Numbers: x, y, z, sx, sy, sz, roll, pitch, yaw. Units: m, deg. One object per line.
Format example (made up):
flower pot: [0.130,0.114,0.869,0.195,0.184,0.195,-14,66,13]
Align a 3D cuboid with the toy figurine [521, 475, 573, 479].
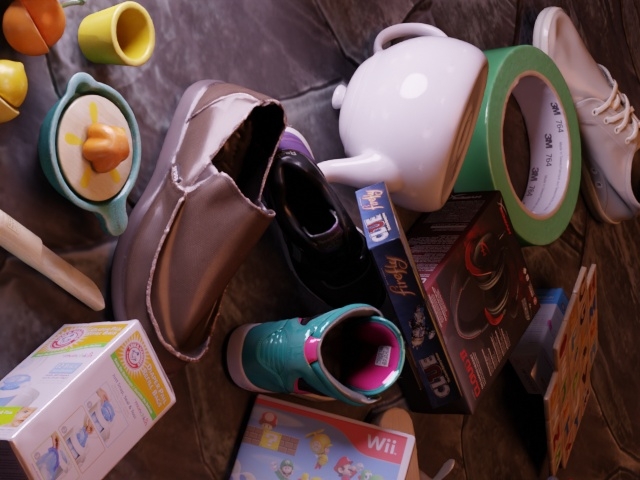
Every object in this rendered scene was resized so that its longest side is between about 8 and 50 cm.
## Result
toy figurine: [0.386,0.483,2.135,0.209,0.148,0.213,24,69,-50]

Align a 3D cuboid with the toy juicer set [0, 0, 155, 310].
toy juicer set: [-0.259,-0.100,1.364,0.209,0.089,0.329,13,79,-55]

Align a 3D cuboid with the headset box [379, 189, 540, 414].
headset box: [0.189,0.096,1.934,0.293,0.110,0.218,-48,125,-43]

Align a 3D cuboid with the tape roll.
tape roll: [0.315,-0.150,2.152,0.321,0.077,0.321,4,84,-53]

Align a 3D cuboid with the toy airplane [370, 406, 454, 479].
toy airplane: [0.118,0.455,1.730,0.384,0.272,0.386,44,53,7]

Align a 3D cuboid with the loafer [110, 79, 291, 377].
loafer: [-0.128,-0.025,1.504,0.134,0.130,0.366,34,61,-47]

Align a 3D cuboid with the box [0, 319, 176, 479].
box: [-0.256,0.176,1.330,0.203,0.114,0.103,-46,121,-45]

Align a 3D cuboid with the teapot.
teapot: [0.108,-0.173,1.801,0.256,0.187,0.253,-16,124,-77]

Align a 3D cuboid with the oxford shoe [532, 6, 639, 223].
oxford shoe: [0.491,-0.220,2.351,0.169,0.130,0.449,-54,127,-38]

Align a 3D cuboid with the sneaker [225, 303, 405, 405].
sneaker: [0.041,0.143,1.676,0.295,0.178,0.124,6,83,-53]

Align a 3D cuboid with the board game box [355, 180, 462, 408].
board game box: [0.110,0.067,1.682,0.165,0.042,0.243,-99,168,-64]

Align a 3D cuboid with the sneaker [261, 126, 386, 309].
sneaker: [0.000,0.000,1.658,0.107,0.124,0.283,-33,116,0]

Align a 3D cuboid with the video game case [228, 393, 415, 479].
video game case: [-0.020,0.338,1.580,0.025,0.204,0.285,89,16,-63]

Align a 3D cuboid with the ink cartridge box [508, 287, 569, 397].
ink cartridge box: [0.363,0.179,2.200,0.104,0.061,0.181,57,45,-35]

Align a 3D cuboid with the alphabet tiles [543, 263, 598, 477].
alphabet tiles: [0.419,0.217,2.220,0.343,0.011,0.285,76,33,-46]
